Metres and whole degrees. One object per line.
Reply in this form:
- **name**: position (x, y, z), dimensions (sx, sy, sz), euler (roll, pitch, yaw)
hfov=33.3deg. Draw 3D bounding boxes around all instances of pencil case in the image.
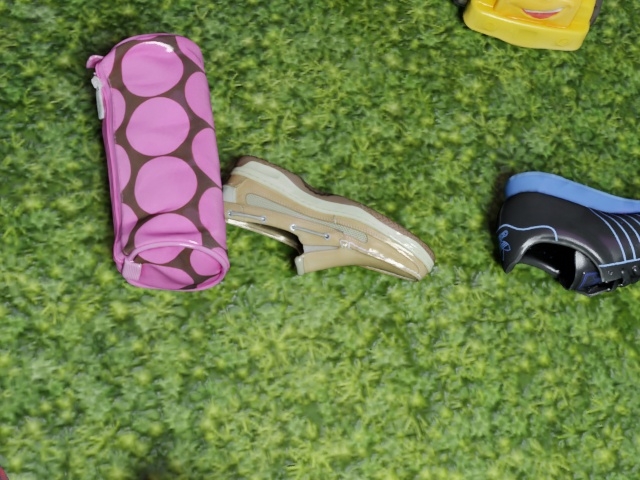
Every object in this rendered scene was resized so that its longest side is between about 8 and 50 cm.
- **pencil case**: position (-0.134, -0.063, 0.877), dimensions (0.098, 0.095, 0.209), euler (2, 63, -29)

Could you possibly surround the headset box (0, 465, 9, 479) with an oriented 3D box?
- **headset box**: position (-0.255, 0.176, 0.757), dimensions (0.062, 0.032, 0.083), euler (-28, 74, -24)

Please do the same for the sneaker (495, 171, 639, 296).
- **sneaker**: position (0.268, 0.010, 0.944), dimensions (0.232, 0.081, 0.090), euler (11, 64, 1)

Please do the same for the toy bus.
- **toy bus**: position (0.228, -0.327, 1.032), dimensions (0.149, 0.211, 0.220), euler (11, 63, -9)

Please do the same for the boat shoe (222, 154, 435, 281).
- **boat shoe**: position (0.000, 0.000, 0.898), dimensions (0.190, 0.068, 0.072), euler (24, 72, 11)
